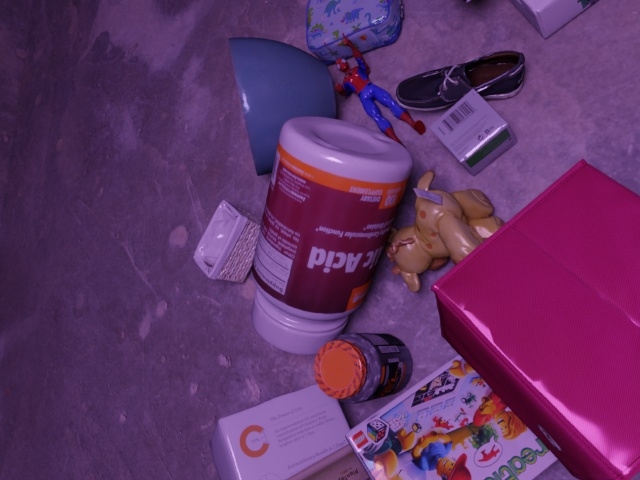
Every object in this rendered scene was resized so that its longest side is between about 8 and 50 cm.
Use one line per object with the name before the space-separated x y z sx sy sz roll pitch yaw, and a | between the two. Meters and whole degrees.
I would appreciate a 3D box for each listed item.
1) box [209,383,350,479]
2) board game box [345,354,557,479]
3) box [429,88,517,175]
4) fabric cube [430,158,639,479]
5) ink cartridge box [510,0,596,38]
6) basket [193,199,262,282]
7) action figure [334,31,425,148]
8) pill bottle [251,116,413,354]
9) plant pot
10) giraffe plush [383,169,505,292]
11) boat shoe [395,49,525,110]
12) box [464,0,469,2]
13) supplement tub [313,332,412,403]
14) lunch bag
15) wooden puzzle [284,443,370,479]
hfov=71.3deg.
box | -0.032 0.456 0.767 0.345 0.215 0.168 64 148 27
board game box | 0.216 0.296 0.679 0.305 0.053 0.193 -31 60 -12
box | 0.278 -0.194 0.812 0.101 0.087 0.102 -41 62 20
fabric cube | 0.330 0.111 0.574 0.259 0.254 0.258 -40 60 -3
ink cartridge box | 0.436 -0.491 0.769 0.219 0.093 0.160 -35 62 24
basket | -0.210 0.006 1.068 0.113 0.103 0.167 37 102 47
action figure | 0.092 -0.318 0.937 0.091 0.139 0.280 -43 58 17
pill bottle | 0.000 0.000 0.807 0.224 0.224 0.392 36 125 33
plant pot | -0.074 -0.303 0.984 0.196 0.290 0.290 -12 70 -6
giraffe plush | 0.199 0.002 0.786 0.170 0.210 0.181 -51 22 41
boat shoe | 0.253 -0.300 0.828 0.233 0.079 0.084 -4 77 18
box | 0.270 -0.576 0.834 0.169 0.087 0.290 -38 37 21
supplement tub | 0.077 0.223 0.791 0.117 0.190 0.116 -8 76 32
lunch bag | 0.075 -0.515 1.013 0.219 0.090 0.176 -9 76 31
wooden puzzle | 0.116 0.468 0.647 0.347 0.322 0.080 58 145 26
